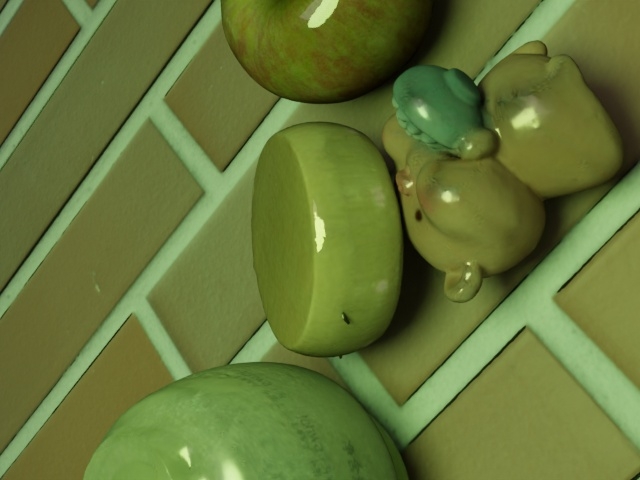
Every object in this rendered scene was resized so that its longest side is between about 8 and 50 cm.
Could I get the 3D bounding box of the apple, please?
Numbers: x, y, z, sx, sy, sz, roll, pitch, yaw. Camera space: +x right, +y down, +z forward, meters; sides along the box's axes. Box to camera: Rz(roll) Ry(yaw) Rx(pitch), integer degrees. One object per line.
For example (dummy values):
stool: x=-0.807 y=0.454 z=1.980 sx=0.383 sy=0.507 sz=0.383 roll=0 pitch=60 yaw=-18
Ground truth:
apple: x=0.014 y=-0.281 z=1.031 sx=0.257 sy=0.234 sz=0.256 roll=-7 pitch=77 yaw=31

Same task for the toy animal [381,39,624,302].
toy animal: x=0.185 y=-0.086 z=0.909 sx=0.221 sy=0.229 sz=0.210 roll=-13 pitch=34 yaw=-7

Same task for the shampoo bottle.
shampoo bottle: x=-0.076 y=0.290 z=0.924 sx=0.323 sy=0.317 sz=0.322 roll=-7 pitch=76 yaw=31

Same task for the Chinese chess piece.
Chinese chess piece: x=0.000 y=0.000 z=0.989 sx=0.273 sy=0.102 sz=0.273 roll=177 pitch=90 yaw=-71
